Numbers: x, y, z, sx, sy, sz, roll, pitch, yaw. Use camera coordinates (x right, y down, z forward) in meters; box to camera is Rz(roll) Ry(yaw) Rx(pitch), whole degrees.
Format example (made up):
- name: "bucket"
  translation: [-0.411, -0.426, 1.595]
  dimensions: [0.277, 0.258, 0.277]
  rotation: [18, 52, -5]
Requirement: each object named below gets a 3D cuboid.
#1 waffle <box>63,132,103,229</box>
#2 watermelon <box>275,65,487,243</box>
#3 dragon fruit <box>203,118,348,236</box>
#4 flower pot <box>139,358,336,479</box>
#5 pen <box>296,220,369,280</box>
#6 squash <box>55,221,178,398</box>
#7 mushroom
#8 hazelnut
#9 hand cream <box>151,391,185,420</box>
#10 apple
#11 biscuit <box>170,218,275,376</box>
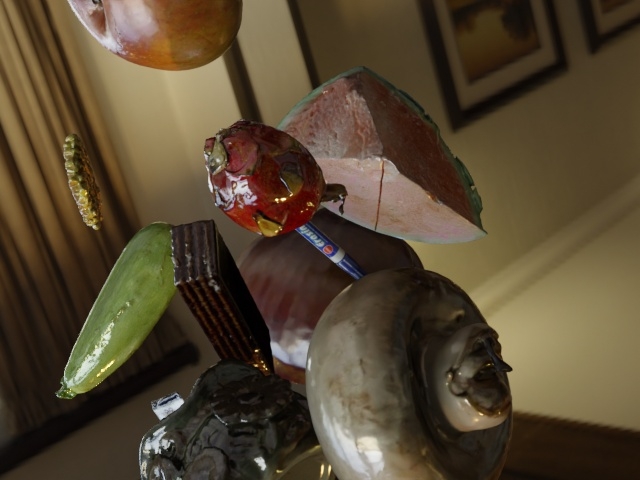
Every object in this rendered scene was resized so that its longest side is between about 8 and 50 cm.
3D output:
- name: "waffle"
  translation: [-0.454, -0.116, 2.166]
  dimensions: [0.038, 0.191, 0.191]
  rotation: [-14, -164, -3]
- name: "watermelon"
  translation: [0.119, -0.156, 1.943]
  dimensions: [0.319, 0.292, 0.222]
  rotation: [-1, -119, 51]
- name: "dragon fruit"
  translation: [-0.039, -0.065, 1.316]
  dimensions: [0.125, 0.125, 0.246]
  rotation: [12, -179, 31]
- name: "flower pot"
  translation: [-0.122, 0.333, 1.704]
  dimensions: [0.213, 0.301, 0.302]
  rotation: [30, -137, 32]
- name: "pen"
  translation: [0.000, 0.000, 1.615]
  dimensions: [0.025, 0.204, 0.025]
  rotation: [-37, -152, 24]
- name: "squash"
  translation: [-0.343, 0.133, 1.975]
  dimensions: [0.370, 0.118, 0.118]
  rotation: [-59, -166, 9]
- name: "mushroom"
  translation: [0.153, 0.206, 1.558]
  dimensions: [0.295, 0.362, 0.362]
  rotation: [-20, -168, 34]
- name: "hazelnut"
  translation: [-0.003, 0.125, 2.301]
  dimensions: [0.402, 0.402, 0.429]
  rotation: [-28, -148, -34]
- name: "hand cream"
  translation: [-0.247, 0.472, 2.483]
  dimensions: [0.121, 0.336, 0.076]
  rotation: [-25, -165, 44]
- name: "apple"
  translation: [-0.199, -0.300, 1.299]
  dimensions: [0.173, 0.210, 0.235]
  rotation: [-27, -123, -23]
- name: "biscuit"
  translation: [-0.149, 0.111, 1.811]
  dimensions: [0.073, 0.388, 0.107]
  rotation: [-11, -123, 5]
